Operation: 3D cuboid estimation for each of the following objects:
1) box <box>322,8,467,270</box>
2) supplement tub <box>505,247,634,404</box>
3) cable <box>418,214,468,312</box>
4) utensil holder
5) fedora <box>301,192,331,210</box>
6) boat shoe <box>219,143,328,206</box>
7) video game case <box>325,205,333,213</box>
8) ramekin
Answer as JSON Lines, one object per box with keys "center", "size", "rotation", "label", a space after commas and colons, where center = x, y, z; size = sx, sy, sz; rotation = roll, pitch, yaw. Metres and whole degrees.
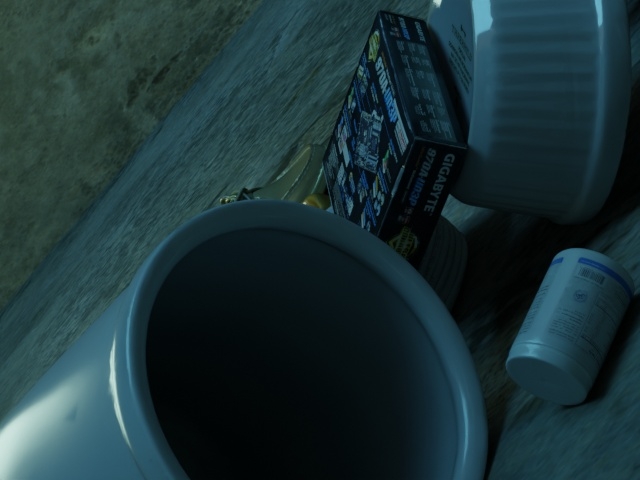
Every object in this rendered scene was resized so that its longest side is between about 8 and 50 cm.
{"center": [0.061, -0.076, 1.687], "size": [0.220, 0.051, 0.175], "rotation": [-102, 27, -53], "label": "box"}
{"center": [0.195, 0.066, 1.471], "size": [0.107, 0.071, 0.071], "rotation": [-61, 16, -25], "label": "supplement tub"}
{"center": [0.043, 0.074, 1.903], "size": [0.257, 0.089, 0.257], "rotation": [-45, 17, 26], "label": "cable"}
{"center": [-0.099, 0.195, 1.614], "size": [0.385, 0.328, 0.327], "rotation": [-41, 20, 48], "label": "utensil holder"}
{"center": [0.000, 0.000, 2.226], "size": [0.194, 0.079, 0.194], "rotation": [-49, 16, 19], "label": "fedora"}
{"center": [-0.095, -0.018, 2.531], "size": [0.302, 0.098, 0.109], "rotation": [-51, 15, 14], "label": "boat shoe"}
{"center": [0.027, 0.010, 1.874], "size": [0.285, 0.025, 0.204], "rotation": [-39, 21, 43], "label": "video game case"}
{"center": [0.173, -0.147, 1.660], "size": [0.273, 0.127, 0.272], "rotation": [179, 90, -82], "label": "ramekin"}
